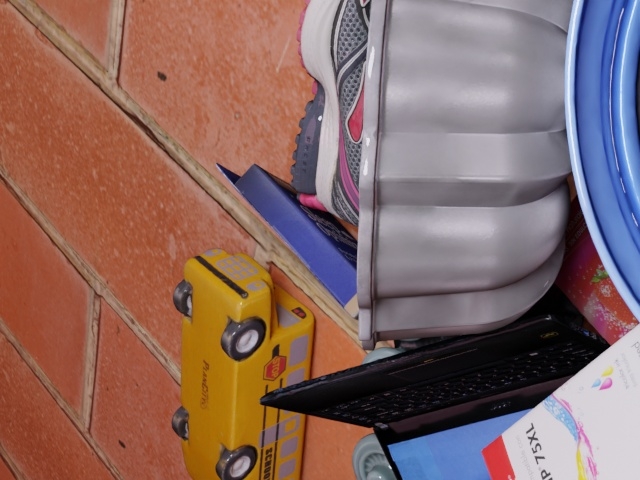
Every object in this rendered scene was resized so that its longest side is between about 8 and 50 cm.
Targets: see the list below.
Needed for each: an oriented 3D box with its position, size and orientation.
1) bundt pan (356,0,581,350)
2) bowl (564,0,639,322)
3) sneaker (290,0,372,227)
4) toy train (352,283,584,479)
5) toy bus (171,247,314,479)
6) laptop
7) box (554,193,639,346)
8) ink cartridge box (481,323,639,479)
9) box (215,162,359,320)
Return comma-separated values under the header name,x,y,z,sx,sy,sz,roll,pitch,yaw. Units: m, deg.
name,x,y,z,sx,sy,sz,roll,pitch,yaw
bundt pan,0.098,-0.088,0.763,0.124,0.331,0.331,5,119,6
bowl,0.318,-0.075,0.573,0.391,0.077,0.391,1,94,20
sneaker,0.054,-0.140,1.032,0.112,0.121,0.299,27,137,25
toy train,0.138,0.129,1.039,0.190,0.142,0.334,19,119,32
toy bus,-0.086,0.163,1.346,0.108,0.130,0.332,36,133,39
laptop,0.128,0.168,0.900,0.234,0.264,0.136,-20,67,26
box,0.268,-0.040,0.772,0.122,0.128,0.257,52,142,22
ink cartridge box,0.191,0.162,0.764,0.231,0.078,0.134,-49,44,37
box,0.000,0.000,1.155,0.036,0.136,0.225,-48,62,8
